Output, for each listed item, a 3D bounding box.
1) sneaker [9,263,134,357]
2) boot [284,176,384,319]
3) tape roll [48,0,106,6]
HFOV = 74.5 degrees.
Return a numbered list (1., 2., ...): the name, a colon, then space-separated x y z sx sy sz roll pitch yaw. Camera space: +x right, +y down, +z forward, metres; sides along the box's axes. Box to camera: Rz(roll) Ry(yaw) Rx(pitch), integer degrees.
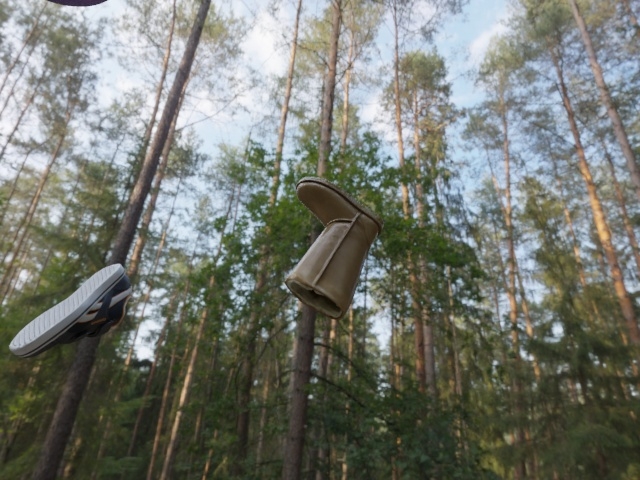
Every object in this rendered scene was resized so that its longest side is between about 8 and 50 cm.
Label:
1. sneaker: -0.589 0.196 1.051 0.126 0.321 0.127 -5 -61 27
2. boot: 0.000 0.000 0.888 0.236 0.269 0.089 28 -40 6
3. tape roll: -0.249 -0.345 0.332 0.275 0.090 0.275 17 -32 11
